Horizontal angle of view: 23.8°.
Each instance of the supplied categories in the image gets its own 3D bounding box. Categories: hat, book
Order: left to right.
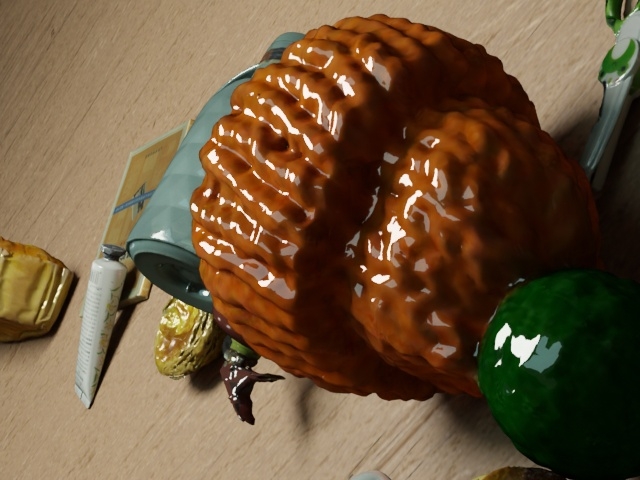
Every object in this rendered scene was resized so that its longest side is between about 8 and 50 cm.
[{"bbox_3d":[-0.229,-0.025,1.897,0.170,0.018,0.241,-21,50,54],"label":"book"},{"bbox_3d":[0.085,-0.002,1.039,0.400,0.285,0.285,27,91,60],"label":"hat"}]

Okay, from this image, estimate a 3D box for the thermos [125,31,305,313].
[{"bbox_3d":[-0.079,-0.075,1.514,0.182,0.145,0.286,1,57,45],"label":"thermos"}]

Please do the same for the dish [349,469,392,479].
[{"bbox_3d":[0.053,0.264,1.078,0.154,0.064,0.234,-62,27,6],"label":"dish"}]

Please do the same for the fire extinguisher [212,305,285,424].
[{"bbox_3d":[0.000,0.000,1.357,0.341,0.105,0.141,-62,25,0],"label":"fire extinguisher"}]

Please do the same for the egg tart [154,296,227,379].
[{"bbox_3d":[-0.125,0.087,1.572,0.130,0.052,0.130,-45,31,37],"label":"egg tart"}]

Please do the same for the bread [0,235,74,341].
[{"bbox_3d":[-0.454,0.065,2.084,0.288,0.152,0.119,-11,63,59],"label":"bread"}]

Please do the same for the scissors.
[{"bbox_3d":[0.232,-0.132,1.137,0.101,0.027,0.204,-11,56,62],"label":"scissors"}]

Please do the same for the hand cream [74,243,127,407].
[{"bbox_3d":[-0.265,0.100,1.814,0.067,0.042,0.194,31,111,57],"label":"hand cream"}]

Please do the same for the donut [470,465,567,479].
[{"bbox_3d":[0.118,0.207,0.933,0.140,0.140,0.059,-69,13,-8],"label":"donut"}]
